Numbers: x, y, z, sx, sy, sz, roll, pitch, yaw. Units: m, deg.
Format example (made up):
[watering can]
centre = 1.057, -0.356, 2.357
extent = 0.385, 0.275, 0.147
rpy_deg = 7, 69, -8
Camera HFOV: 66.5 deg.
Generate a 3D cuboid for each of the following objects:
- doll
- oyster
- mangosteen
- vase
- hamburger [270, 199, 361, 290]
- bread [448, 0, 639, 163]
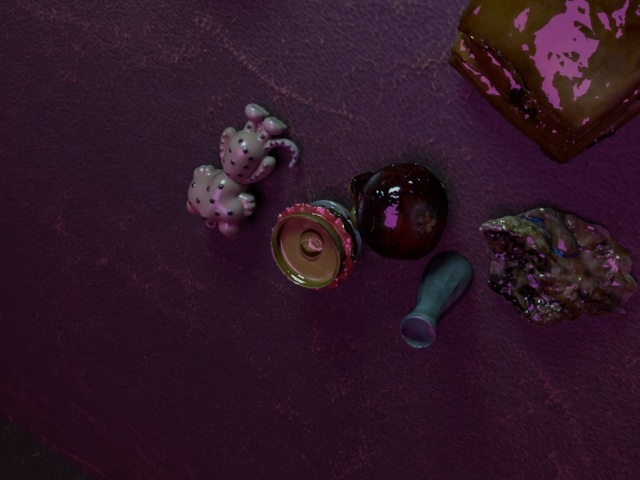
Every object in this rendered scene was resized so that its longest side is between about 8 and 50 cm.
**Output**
[doll]
centre = -0.163, -0.134, 0.980
extent = 0.154, 0.119, 0.278
rpy_deg = 45, 116, 3
[oyster]
centre = 0.379, 0.049, 0.782
extent = 0.223, 0.083, 0.214
rpy_deg = -6, 112, 24
[mangosteen]
centre = 0.124, -0.052, 0.834
extent = 0.180, 0.166, 0.166
rpy_deg = 14, 122, 51
[vase]
centre = 0.193, 0.099, 0.819
extent = 0.086, 0.214, 0.086
rpy_deg = 12, 117, 24
[hamburger]
centre = 0.002, 0.003, 0.927
extent = 0.175, 0.137, 0.175
rpy_deg = 11, 113, 27
[bread]
centre = 0.331, -0.272, 0.600
extent = 0.277, 0.167, 0.324
rpy_deg = 44, 127, 4
